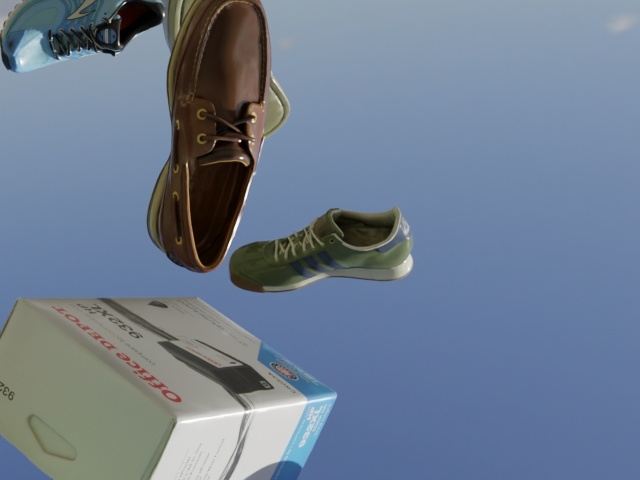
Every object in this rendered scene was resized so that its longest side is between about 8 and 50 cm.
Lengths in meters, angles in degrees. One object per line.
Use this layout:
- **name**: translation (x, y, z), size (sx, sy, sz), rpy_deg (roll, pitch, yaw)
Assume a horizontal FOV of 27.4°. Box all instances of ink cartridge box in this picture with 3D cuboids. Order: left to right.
- **ink cartridge box**: translation (-0.162, 0.162, 1.346), size (0.223, 0.129, 0.307), rpy_deg (33, -166, 26)

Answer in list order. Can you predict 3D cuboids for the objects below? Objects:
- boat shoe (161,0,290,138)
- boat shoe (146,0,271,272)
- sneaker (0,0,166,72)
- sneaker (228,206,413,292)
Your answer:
- **boat shoe**: translation (-0.120, -0.223, 1.452), size (0.113, 0.302, 0.103), rpy_deg (-31, -119, -8)
- **boat shoe**: translation (-0.060, -0.064, 0.793), size (0.064, 0.178, 0.060), rpy_deg (4, -161, -27)
- **sneaker**: translation (-0.211, -0.193, 1.179), size (0.162, 0.063, 0.073), rpy_deg (-30, -134, -23)
- **sneaker**: translation (0.000, 0.000, 1.339), size (0.192, 0.086, 0.064), rpy_deg (-4, -131, -3)
